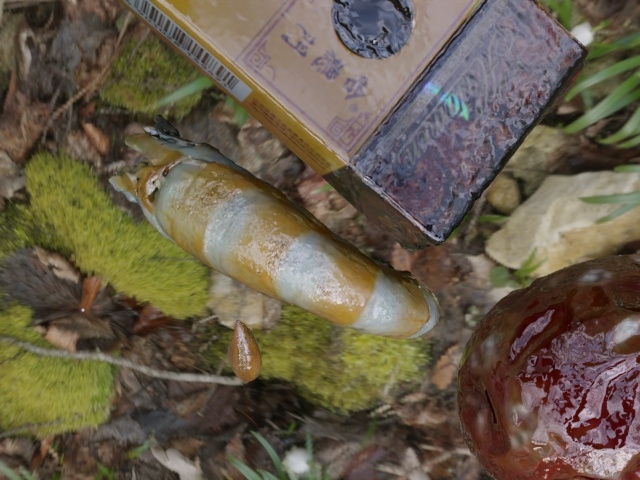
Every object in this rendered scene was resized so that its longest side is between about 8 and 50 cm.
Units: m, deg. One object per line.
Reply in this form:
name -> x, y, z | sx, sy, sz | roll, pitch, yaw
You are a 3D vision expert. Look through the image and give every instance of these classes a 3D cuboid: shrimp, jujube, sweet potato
shrimp -> 0.004, 0.009, 0.722 | 0.287, 0.185, 0.068 | 19, 105, -38
jujube -> 0.342, 0.153, 1.104 | 0.377, 0.276, 0.276 | -11, 89, -28
sweet potato -> -0.078, 0.119, 1.035 | 0.034, 0.095, 0.034 | -3, 44, 3

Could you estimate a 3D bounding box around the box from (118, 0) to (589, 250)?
box -> 0.031, -0.215, 0.989 | 0.415, 0.116, 0.264 | 41, 78, -8
